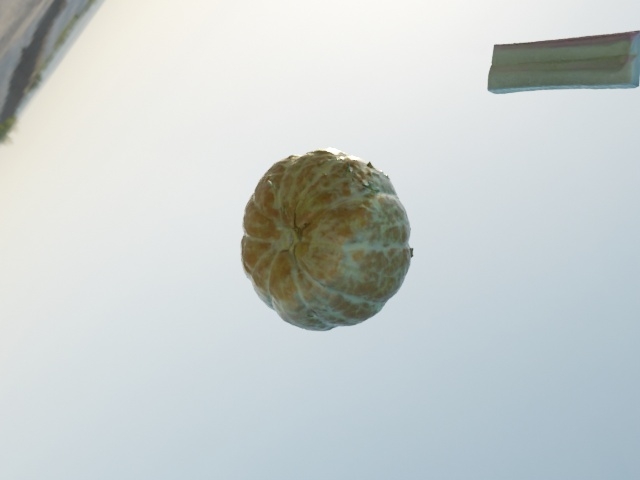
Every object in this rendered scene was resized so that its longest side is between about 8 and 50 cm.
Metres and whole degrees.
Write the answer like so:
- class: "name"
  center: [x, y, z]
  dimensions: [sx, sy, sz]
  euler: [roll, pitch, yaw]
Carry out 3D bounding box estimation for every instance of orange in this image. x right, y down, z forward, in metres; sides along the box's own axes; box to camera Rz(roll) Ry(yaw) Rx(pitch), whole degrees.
- class: "orange"
  center: [0.000, 0.000, 1.396]
  dimensions: [0.329, 0.249, 0.329]
  euler: [-3, -96, 31]

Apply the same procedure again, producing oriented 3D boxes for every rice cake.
- class: "rice cake"
  center: [0.351, -0.259, 1.145]
  dimensions: [0.221, 0.042, 0.080]
  euler: [4, -89, 36]
